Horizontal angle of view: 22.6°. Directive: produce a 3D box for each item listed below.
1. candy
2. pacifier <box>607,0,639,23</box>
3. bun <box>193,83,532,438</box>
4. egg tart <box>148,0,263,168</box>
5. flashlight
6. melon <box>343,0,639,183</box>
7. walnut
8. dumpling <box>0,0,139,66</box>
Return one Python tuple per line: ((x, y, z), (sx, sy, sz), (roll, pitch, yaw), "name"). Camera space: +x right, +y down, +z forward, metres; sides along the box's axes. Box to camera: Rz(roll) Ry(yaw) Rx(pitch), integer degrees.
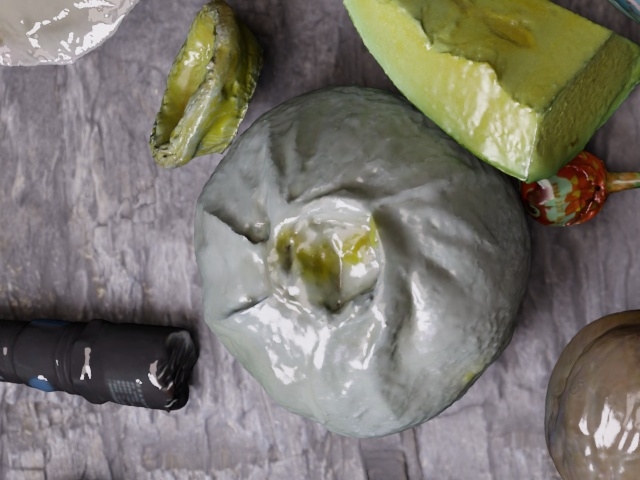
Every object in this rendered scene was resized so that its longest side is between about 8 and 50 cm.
((0.337, -0.062, 1.572), (0.287, 0.084, 0.078), (-5, 94, 14), "candy")
((0.321, -0.267, 1.538), (0.150, 0.127, 0.117), (36, 73, -5), "pacifier")
((0.030, 0.017, 1.606), (0.361, 0.211, 0.362), (1, 92, 26), "bun")
((-0.115, -0.157, 1.680), (0.078, 0.197, 0.197), (19, 107, -15), "egg tart")
((-0.346, 0.130, 1.846), (0.423, 0.103, 0.103), (4, 100, 20), "flashlight")
((0.143, -0.212, 1.564), (0.323, 0.124, 0.196), (37, 68, 19), "melon")
((0.316, 0.166, 1.538), (0.224, 0.224, 0.224), (3, 100, 20), "walnut")
((-0.299, -0.320, 1.741), (0.204, 0.163, 0.293), (28, 110, -21), "dumpling")
